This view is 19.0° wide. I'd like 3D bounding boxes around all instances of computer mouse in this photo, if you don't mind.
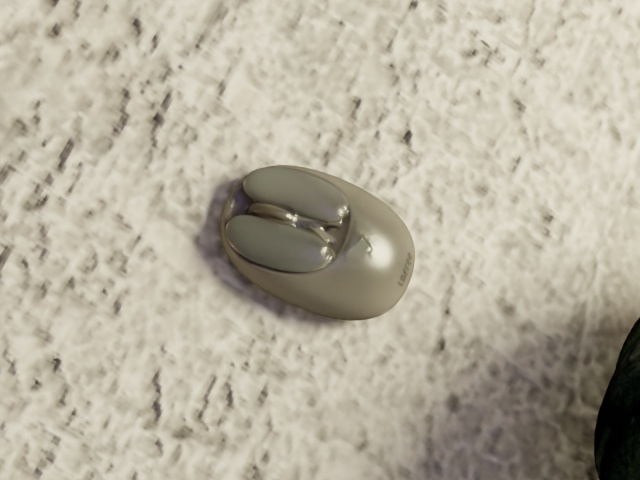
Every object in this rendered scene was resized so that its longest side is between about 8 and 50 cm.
[{"bbox_3d":[0.001,0.000,0.912,0.096,0.039,0.066,26,72,-14],"label":"computer mouse"}]

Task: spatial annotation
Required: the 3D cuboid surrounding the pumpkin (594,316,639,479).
[{"bbox_3d":[0.243,0.120,0.898,0.250,0.216,0.250,16,41,-15],"label":"pumpkin"}]
